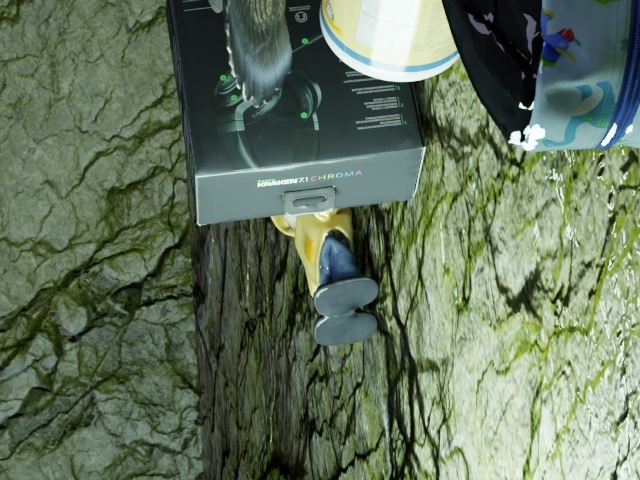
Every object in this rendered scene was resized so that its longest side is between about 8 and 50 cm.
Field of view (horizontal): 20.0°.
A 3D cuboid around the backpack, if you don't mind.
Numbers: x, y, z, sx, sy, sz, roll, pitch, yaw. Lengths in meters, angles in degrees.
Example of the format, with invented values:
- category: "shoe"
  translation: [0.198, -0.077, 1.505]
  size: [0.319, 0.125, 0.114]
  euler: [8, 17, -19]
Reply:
- category: "backpack"
  translation: [0.167, -0.209, 1.075]
  size: [0.355, 0.273, 0.290]
  euler: [-75, -6, -50]

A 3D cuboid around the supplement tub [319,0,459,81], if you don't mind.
- category: "supplement tub"
  translation: [0.080, -0.257, 1.646]
  size: [0.199, 0.144, 0.144]
  euler: [101, 160, -53]

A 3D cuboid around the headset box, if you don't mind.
- category: "headset box"
  translation: [-0.030, -0.164, 1.957]
  size: [0.131, 0.246, 0.283]
  euler: [97, 164, -66]

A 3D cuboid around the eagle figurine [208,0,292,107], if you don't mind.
- category: "eagle figurine"
  translation: [-0.048, -0.309, 1.750]
  size: [0.298, 0.225, 0.226]
  euler: [-49, -6, 24]

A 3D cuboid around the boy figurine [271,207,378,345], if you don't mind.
- category: "boy figurine"
  translation: [0.000, 0.000, 2.286]
  size: [0.285, 0.092, 0.177]
  euler: [-114, 19, -49]
